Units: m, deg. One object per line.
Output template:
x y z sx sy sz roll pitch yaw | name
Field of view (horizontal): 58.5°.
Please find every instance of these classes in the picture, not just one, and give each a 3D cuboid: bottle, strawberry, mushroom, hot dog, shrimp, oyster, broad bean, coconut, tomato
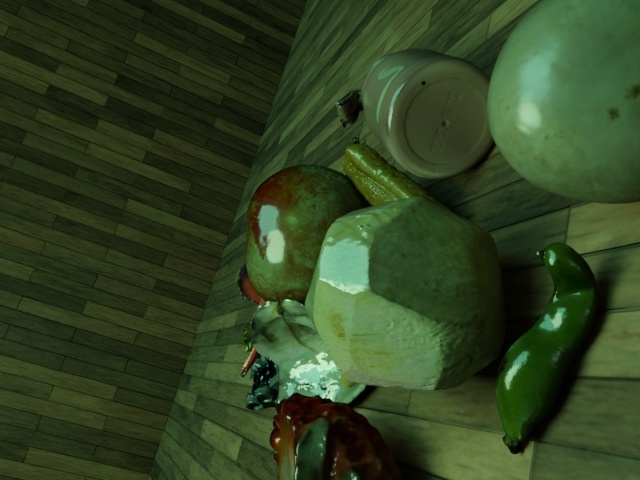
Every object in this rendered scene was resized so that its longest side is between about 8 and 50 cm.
0.139 -0.218 0.923 0.297 0.206 0.173 -107 -3 -64 | bottle
0.011 0.341 0.773 0.336 0.149 0.265 131 138 -73 | strawberry
0.260 -0.130 0.529 0.204 0.204 0.204 -56 21 35 | mushroom
0.123 -0.066 0.879 0.286 0.061 0.088 53 149 38 | hot dog
0.059 -0.158 1.378 0.124 0.034 0.179 141 142 -70 | shrimp
0.006 0.169 0.920 0.100 0.270 0.276 -58 -30 -56 | oyster
0.214 0.109 0.549 0.048 0.070 0.214 -72 -5 -84 | broad bean
0.092 0.061 0.670 0.237 0.236 0.197 -53 1 41 | coconut
0.000 0.000 1.007 0.270 0.222 0.271 2 -90 -68 | tomato

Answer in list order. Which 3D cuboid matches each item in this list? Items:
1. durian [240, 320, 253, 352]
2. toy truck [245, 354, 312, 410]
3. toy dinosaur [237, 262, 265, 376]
-0.060 0.201 1.187 0.108 0.186 0.119 23 135 49 | durian
-0.055 0.258 1.104 0.216 0.116 0.110 -44 30 39 | toy truck
-0.113 0.113 1.085 0.070 0.139 0.286 -39 7 43 | toy dinosaur
